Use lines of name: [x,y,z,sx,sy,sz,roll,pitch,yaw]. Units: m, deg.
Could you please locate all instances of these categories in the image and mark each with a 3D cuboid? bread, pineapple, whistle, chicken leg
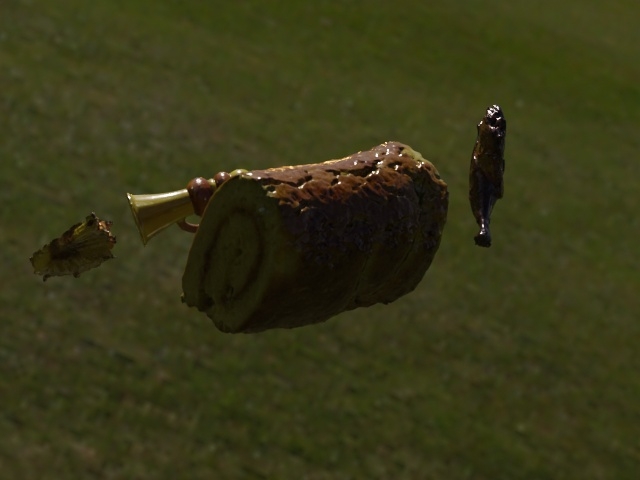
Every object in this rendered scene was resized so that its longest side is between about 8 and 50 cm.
bread: [0.000,0.000,1.341,0.172,0.132,0.103,-11,45,-42]
pineapple: [-0.183,0.007,1.436,0.045,0.083,0.019,20,47,-44]
whistle: [-0.100,-0.024,1.544,0.109,0.057,0.046,-14,25,-10]
chicken leg: [0.162,-0.061,1.808,0.037,0.145,0.062,8,-10,-2]
